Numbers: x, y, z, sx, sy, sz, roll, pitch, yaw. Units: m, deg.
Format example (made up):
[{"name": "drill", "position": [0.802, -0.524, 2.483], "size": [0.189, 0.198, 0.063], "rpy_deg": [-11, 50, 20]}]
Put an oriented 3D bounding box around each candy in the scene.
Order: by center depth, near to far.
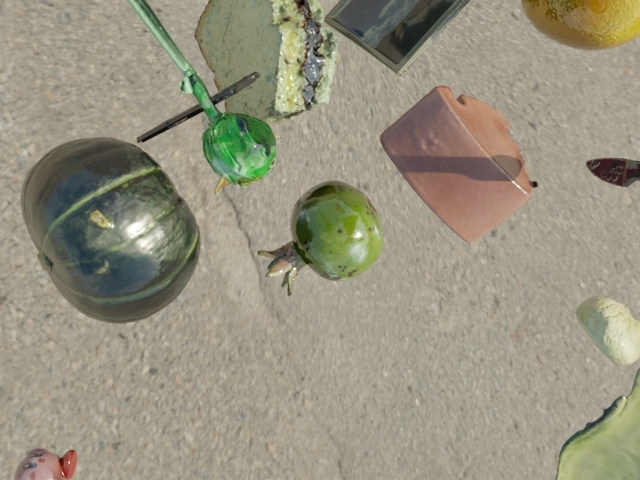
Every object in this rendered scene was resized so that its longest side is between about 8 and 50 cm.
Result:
[{"name": "candy", "position": [-0.172, -0.212, 1.032], "size": [0.097, 0.097, 0.323], "rpy_deg": [-33, 100, 12]}]

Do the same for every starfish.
[{"name": "starfish", "position": [-0.168, -0.180, 1.771], "size": [0.050, 0.247, 0.138], "rpy_deg": [44, 117, -6]}]

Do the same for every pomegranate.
[{"name": "pomegranate", "position": [0.000, 0.000, 1.403], "size": [0.224, 0.181, 0.181], "rpy_deg": [-30, 106, 4]}]

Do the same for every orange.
[{"name": "orange", "position": [0.449, -0.423, 1.306], "size": [0.236, 0.236, 0.236], "rpy_deg": [0, 109, 1]}]

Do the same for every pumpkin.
[{"name": "pumpkin", "position": [-0.352, -0.016, 1.322], "size": [0.241, 0.323, 0.323], "rpy_deg": [-38, 107, -22]}]

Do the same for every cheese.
[{"name": "cheese", "position": [0.183, -0.134, 1.106], "size": [0.177, 0.203, 0.128], "rpy_deg": [33, 124, -30]}]

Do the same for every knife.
[{"name": "knife", "position": [0.369, -0.078, 0.937], "size": [0.018, 0.247, 0.035], "rpy_deg": [16, 97, -9]}]

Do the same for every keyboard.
[{"name": "keyboard", "position": [-0.212, -0.221, 1.350], "size": [0.262, 0.106, 0.016], "rpy_deg": [-17, 108, 42]}]

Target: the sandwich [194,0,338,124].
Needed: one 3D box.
[{"name": "sandwich", "position": [-0.099, -0.360, 1.487], "size": [0.131, 0.325, 0.262], "rpy_deg": [-6, 149, -36]}]

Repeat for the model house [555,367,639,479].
[{"name": "model house", "position": [0.413, 0.235, 0.817], "size": [0.261, 0.266, 0.321], "rpy_deg": [39, 112, 23]}]

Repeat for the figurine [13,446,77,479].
[{"name": "figurine", "position": [-0.360, 0.310, 1.031], "size": [0.071, 0.083, 0.067], "rpy_deg": [9, 137, 1]}]

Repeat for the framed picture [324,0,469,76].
[{"name": "framed picture", "position": [0.137, -0.429, 1.489], "size": [0.189, 0.260, 0.023], "rpy_deg": [-47, 140, 5]}]

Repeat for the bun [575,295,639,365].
[{"name": "bun", "position": [0.440, 0.131, 1.196], "size": [0.115, 0.115, 0.069], "rpy_deg": [43, 108, -12]}]
